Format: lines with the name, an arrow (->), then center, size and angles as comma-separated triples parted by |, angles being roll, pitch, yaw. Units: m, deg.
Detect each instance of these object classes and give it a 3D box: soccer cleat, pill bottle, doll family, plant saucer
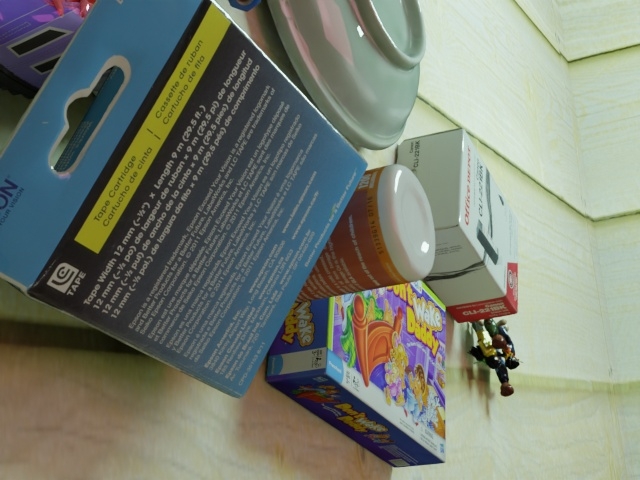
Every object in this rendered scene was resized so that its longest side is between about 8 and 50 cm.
soccer cleat -> -0.182, -0.172, 0.843 | 0.318, 0.116, 0.109 | 16, 48, -63
pill bottle -> 0.000, 0.000, 1.050 | 0.121, 0.216, 0.121 | 38, 46, -54
doll family -> 0.307, 0.194, 1.757 | 0.193, 0.076, 0.111 | 42, 24, -44
plant saucer -> 0.058, -0.328, 1.406 | 0.400, 0.100, 0.401 | 40, 42, -48

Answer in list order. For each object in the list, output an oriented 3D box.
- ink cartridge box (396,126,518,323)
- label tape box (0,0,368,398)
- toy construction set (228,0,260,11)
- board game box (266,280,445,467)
ink cartridge box -> 0.225, -0.021, 1.637 | 0.273, 0.114, 0.197 | 48, 39, -45
label tape box -> -0.129, -0.046, 0.810 | 0.347, 0.115, 0.249 | 39, 77, -51
toy construction set -> -0.074, -0.436, 1.078 | 0.237, 0.257, 0.309 | 39, 44, -39
board game box -> 0.058, 0.124, 1.277 | 0.347, 0.078, 0.233 | 43, 42, -50
